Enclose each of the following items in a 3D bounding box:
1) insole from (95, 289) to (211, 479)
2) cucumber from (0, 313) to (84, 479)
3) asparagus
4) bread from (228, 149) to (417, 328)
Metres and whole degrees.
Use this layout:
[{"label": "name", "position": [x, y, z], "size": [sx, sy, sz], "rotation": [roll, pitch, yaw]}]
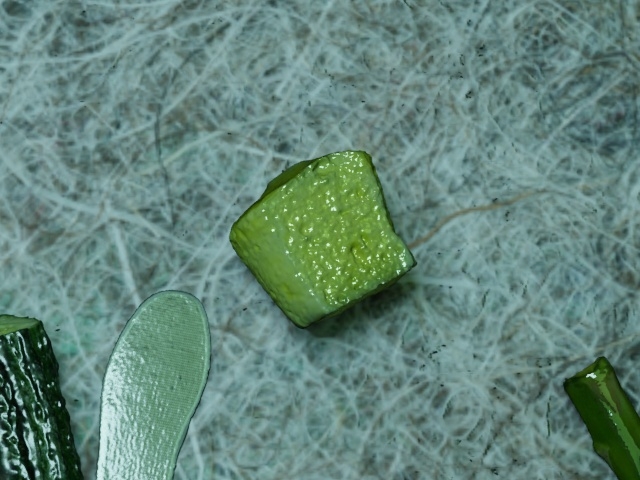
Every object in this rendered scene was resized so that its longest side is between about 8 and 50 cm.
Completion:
[{"label": "insole", "position": [-0.135, 0.147, 1.387], "size": [0.080, 0.003, 0.232], "rotation": [12, 72, -4]}, {"label": "cucumber", "position": [-0.211, 0.175, 1.334], "size": [0.077, 0.077, 0.265], "rotation": [-13, 78, -12]}, {"label": "asparagus", "position": [0.249, 0.177, 1.413], "size": [0.045, 0.041, 0.178], "rotation": [-28, 80, -7]}, {"label": "bread", "position": [0.000, 0.000, 1.396], "size": [0.129, 0.111, 0.114], "rotation": [-29, 83, -17]}]
